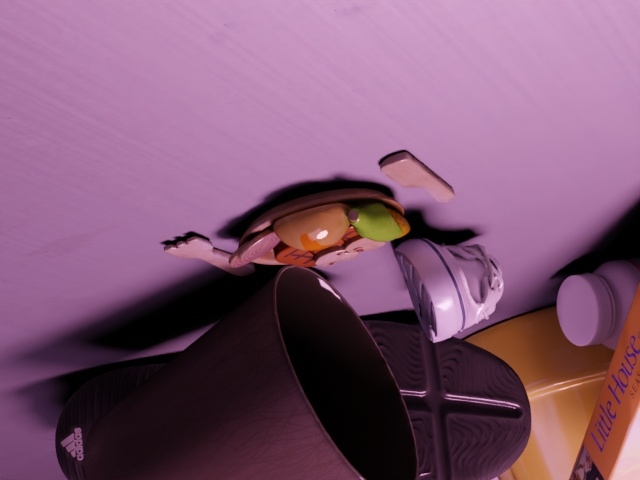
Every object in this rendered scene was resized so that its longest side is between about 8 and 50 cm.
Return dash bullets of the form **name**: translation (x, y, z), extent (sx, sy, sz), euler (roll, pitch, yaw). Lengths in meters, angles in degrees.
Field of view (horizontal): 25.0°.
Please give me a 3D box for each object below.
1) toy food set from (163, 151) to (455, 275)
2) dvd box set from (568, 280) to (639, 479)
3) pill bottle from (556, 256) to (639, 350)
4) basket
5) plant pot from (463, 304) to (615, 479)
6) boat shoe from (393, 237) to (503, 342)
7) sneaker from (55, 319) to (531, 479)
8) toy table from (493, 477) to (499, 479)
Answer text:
- **toy food set**: translation (0.000, 0.000, 1.037), extent (0.192, 0.038, 0.132), euler (-21, 161, 20)
- **dvd box set**: translation (0.404, 0.093, 1.281), extent (0.308, 0.062, 0.420), euler (-7, 133, -18)
- **pill bottle**: translation (0.307, 0.058, 1.357), extent (0.160, 0.087, 0.087), euler (-5, 160, -25)
- **basket**: translation (-0.068, 0.155, 1.172), extent (0.227, 0.204, 0.154), euler (-28, -176, 25)
- **plant pot**: translation (0.282, 0.210, 1.549), extent (0.254, 0.239, 0.254), euler (-12, 163, -4)
- **boat shoe**: translation (0.110, 0.030, 1.173), extent (0.076, 0.083, 0.226), euler (-26, 173, 0)
- **sneaker**: translation (-0.033, 0.183, 1.429), extent (0.448, 0.169, 0.257), euler (-2, 169, -9)
- **toy table**: translation (0.250, 0.278, 1.773), extent (0.252, 0.274, 0.161), euler (-58, 156, 18)
